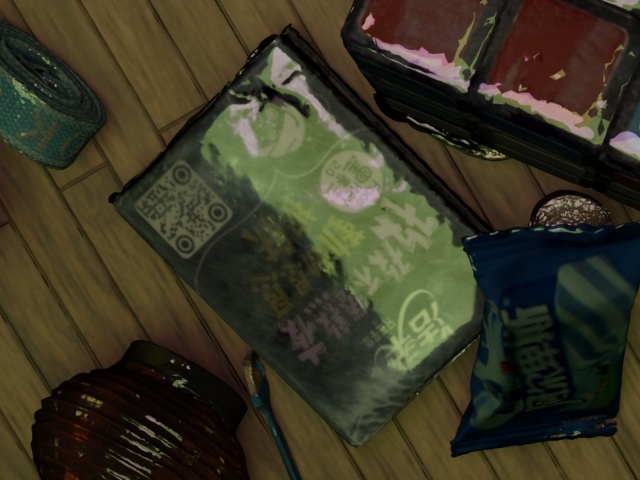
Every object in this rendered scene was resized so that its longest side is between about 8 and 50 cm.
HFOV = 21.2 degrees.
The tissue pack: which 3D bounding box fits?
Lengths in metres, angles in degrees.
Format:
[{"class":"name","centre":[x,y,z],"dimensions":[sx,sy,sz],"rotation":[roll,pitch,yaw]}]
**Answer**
[{"class":"tissue pack","centre":[0.000,0.000,1.705],"dimensions":[0.361,0.122,0.259],"rotation":[44,106,-4]}]

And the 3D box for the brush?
[{"class":"brush","centre":[-0.048,0.194,1.789],"dimensions":[0.014,0.051,0.164],"rotation":[-16,107,15]}]

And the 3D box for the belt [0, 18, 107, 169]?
[{"class":"belt","centre":[-0.297,-0.145,1.705],"dimensions":[0.082,0.148,0.163],"rotation":[-47,64,17]}]

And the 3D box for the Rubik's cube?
[{"class":"Rubik's cube","centre":[0.249,-0.232,1.467],"dimensions":[0.362,0.363,0.358],"rotation":[26,89,8]}]

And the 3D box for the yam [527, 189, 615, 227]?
[{"class":"yam","centre":[0.242,-0.012,1.660],"dimensions":[0.084,0.127,0.084],"rotation":[1,97,6]}]

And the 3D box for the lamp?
[{"class":"lamp","centre":[-0.183,0.229,1.719],"dimensions":[0.247,0.247,0.247],"rotation":[2,102,8]}]

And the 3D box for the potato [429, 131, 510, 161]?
[{"class":"potato","centre":[0.132,-0.157,1.682],"dimensions":[0.198,0.054,0.119],"rotation":[28,94,6]}]

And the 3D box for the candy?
[{"class":"candy","centre":[0.214,0.098,1.627],"dimensions":[0.187,0.077,0.331],"rotation":[-7,140,-8]}]
